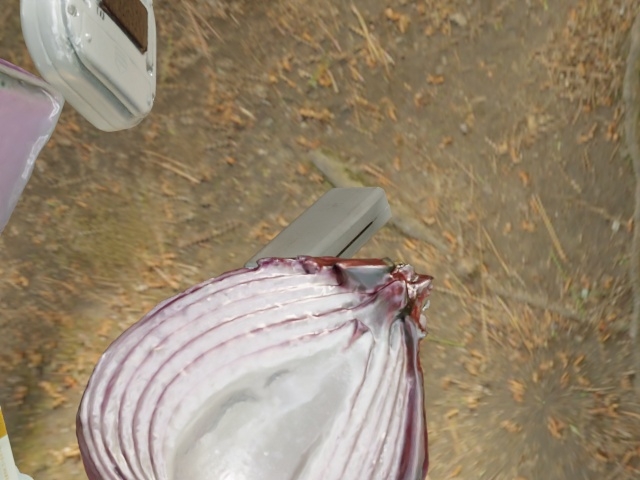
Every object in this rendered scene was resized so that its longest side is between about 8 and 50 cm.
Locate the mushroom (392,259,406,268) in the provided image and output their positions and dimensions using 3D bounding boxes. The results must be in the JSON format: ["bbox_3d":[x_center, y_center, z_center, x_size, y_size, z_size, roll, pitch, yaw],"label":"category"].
[{"bbox_3d":[0.084,0.122,1.745,0.147,0.227,0.218,10,74,12],"label":"mushroom"}]

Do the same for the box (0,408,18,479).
[{"bbox_3d":[-0.414,0.188,1.295,0.220,0.032,0.122,22,129,36],"label":"box"}]

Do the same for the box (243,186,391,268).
[{"bbox_3d":[0.000,0.000,1.585,0.103,0.243,0.055,1,117,32],"label":"box"}]

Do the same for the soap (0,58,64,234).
[{"bbox_3d":[-0.222,-0.015,0.392,0.081,0.259,0.181,28,95,26],"label":"soap"}]

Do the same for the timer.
[{"bbox_3d":[-0.288,-0.280,1.519,0.087,0.262,0.237,-8,66,16],"label":"timer"}]

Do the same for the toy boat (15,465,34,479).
[{"bbox_3d":[-0.544,0.432,1.856,0.290,0.100,0.200,14,87,-2],"label":"toy boat"}]

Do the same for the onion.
[{"bbox_3d":[-0.024,0.123,0.851,0.283,0.120,0.227,-39,80,-20],"label":"onion"}]
